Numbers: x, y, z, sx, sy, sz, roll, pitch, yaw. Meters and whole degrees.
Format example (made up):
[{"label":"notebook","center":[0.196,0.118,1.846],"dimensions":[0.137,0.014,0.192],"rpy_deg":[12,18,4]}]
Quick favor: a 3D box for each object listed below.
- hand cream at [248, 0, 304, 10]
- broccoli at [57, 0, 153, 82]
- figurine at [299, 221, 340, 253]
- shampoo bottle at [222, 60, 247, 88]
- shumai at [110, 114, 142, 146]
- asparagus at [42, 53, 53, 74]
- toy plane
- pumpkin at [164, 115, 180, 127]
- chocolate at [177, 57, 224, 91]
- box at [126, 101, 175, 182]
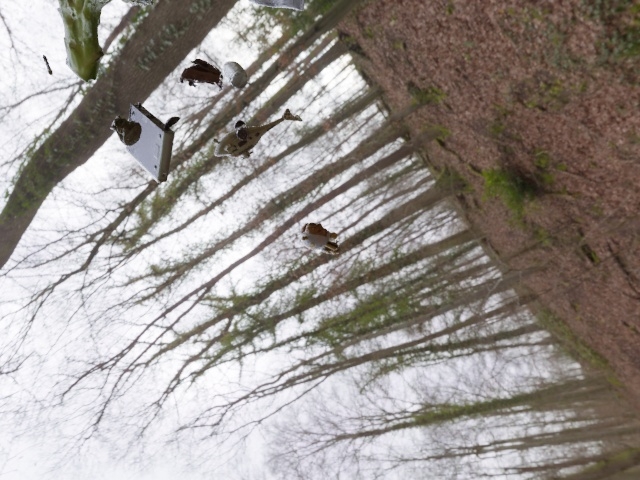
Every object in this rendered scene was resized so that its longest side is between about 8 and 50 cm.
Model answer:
[{"label":"hand cream","center":[-0.146,-0.782,1.433],"dimensions":[0.038,0.216,0.052],"rpy_deg":[-65,-25,-18]},{"label":"broccoli","center":[-0.600,-0.648,1.200],"dimensions":[0.275,0.352,0.397],"rpy_deg":[-48,-43,-50]},{"label":"figurine","center":[-0.003,0.000,1.158],"dimensions":[0.143,0.101,0.068],"rpy_deg":[65,-142,-69]},{"label":"shampoo bottle","center":[-0.289,-0.559,1.490],"dimensions":[0.049,0.072,0.212],"rpy_deg":[50,-175,-37]},{"label":"shumai","center":[-0.610,-0.342,1.376],"dimensions":[0.080,0.083,0.082],"rpy_deg":[25,179,10]},{"label":"asparagus","center":[-0.807,-0.520,1.312],"dimensions":[0.014,0.015,0.114],"rpy_deg":[-8,-134,-38]},{"label":"toy plane","center":[-0.196,-0.327,1.361],"dimensions":[0.108,0.286,0.092],"rpy_deg":[58,-178,-34]},{"label":"pumpkin","center":[-0.556,-0.436,1.639],"dimensions":[0.028,0.083,0.050],"rpy_deg":[46,-170,-30]},{"label":"chocolate","center":[-0.288,-0.416,1.102],"dimensions":[0.102,0.065,0.329],"rpy_deg":[11,-161,-15]},{"label":"box","center":[-0.608,-0.351,1.567],"dimensions":[0.045,0.211,0.270],"rpy_deg":[-11,-139,-45]}]
